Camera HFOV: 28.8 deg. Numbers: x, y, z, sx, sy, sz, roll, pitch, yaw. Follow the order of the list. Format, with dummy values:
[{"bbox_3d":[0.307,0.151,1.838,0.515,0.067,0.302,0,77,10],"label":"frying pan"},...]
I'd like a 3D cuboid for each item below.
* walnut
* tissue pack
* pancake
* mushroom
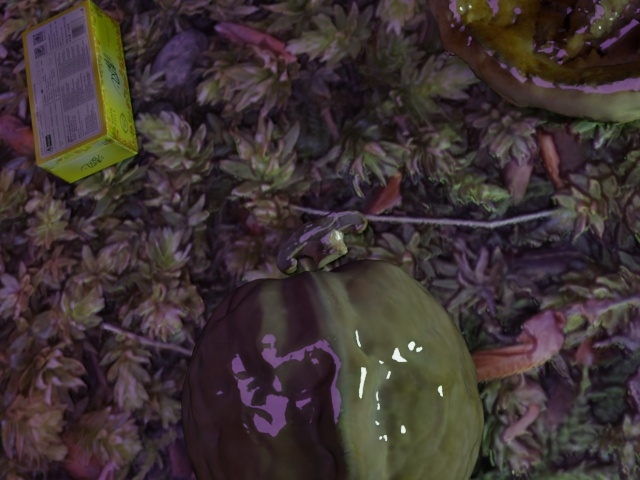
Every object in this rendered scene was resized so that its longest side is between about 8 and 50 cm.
[{"bbox_3d":[0.009,0.139,1.027,0.248,0.248,0.248,-9,69,23],"label":"walnut"},{"bbox_3d":[-0.263,-0.162,1.361,0.095,0.062,0.176,-22,65,19],"label":"tissue pack"},{"bbox_3d":[0.257,-0.271,1.153,0.356,0.065,0.356,-7,71,20],"label":"pancake"},{"bbox_3d":[0.000,0.000,1.203,0.101,0.019,0.049,-32,62,13],"label":"mushroom"}]
